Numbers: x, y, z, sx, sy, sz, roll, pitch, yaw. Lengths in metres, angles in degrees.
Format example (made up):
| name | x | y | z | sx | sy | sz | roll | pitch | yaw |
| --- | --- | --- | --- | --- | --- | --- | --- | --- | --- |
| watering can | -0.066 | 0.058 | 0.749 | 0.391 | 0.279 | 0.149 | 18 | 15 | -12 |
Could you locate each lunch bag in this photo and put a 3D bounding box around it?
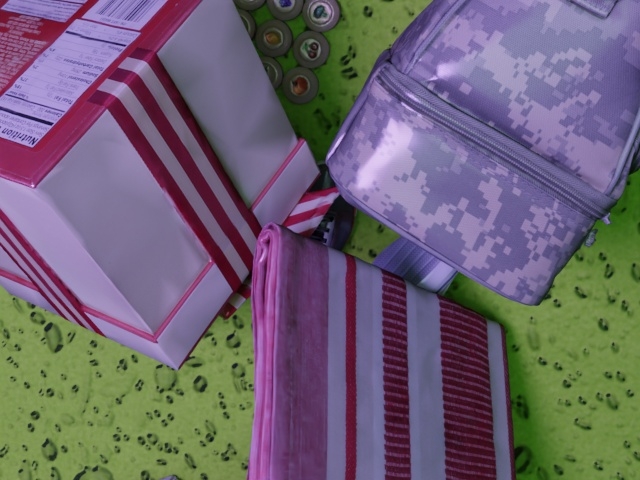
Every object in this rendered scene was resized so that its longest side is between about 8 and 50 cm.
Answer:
| name | x | y | z | sx | sy | sz | roll | pitch | yaw |
| --- | --- | --- | --- | --- | --- | --- | --- | --- | --- |
| lunch bag | 0.153 | -0.124 | 0.758 | 0.212 | 0.305 | 0.256 | 29 | 105 | -2 |

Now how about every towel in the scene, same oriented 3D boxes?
| name | x | y | z | sx | sy | sz | roll | pitch | yaw |
| --- | --- | --- | --- | --- | --- | --- | --- | --- | --- |
| towel | 0.064 | 0.143 | 0.795 | 0.037 | 0.329 | 0.237 | -19 | 60 | 39 |

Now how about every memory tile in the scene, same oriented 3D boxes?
| name | x | y | z | sx | sy | sz | roll | pitch | yaw |
| --- | --- | --- | --- | --- | --- | --- | --- | --- | --- |
| memory tile | -0.040 | -0.214 | 0.907 | 0.113 | 0.012 | 0.148 | 18 | 104 | 2 |

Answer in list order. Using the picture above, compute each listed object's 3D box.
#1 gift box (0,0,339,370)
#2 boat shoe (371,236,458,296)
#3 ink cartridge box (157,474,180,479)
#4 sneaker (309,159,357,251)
| name | x | y | z | sx | sy | sz | roll | pitch | yaw |
| --- | --- | --- | --- | --- | --- | --- | --- | --- | --- |
| gift box | -0.152 | -0.072 | 0.781 | 0.255 | 0.258 | 0.276 | 23 | 62 | 36 |
| boat shoe | 0.073 | 0.072 | 0.936 | 0.226 | 0.083 | 0.076 | -43 | 124 | 11 |
| ink cartridge box | -0.248 | 0.403 | 1.014 | 0.273 | 0.114 | 0.197 | -22 | 99 | 9 |
| sneaker | 0.000 | 0.000 | 0.923 | 0.061 | 0.065 | 0.158 | 9 | 104 | 4 |
